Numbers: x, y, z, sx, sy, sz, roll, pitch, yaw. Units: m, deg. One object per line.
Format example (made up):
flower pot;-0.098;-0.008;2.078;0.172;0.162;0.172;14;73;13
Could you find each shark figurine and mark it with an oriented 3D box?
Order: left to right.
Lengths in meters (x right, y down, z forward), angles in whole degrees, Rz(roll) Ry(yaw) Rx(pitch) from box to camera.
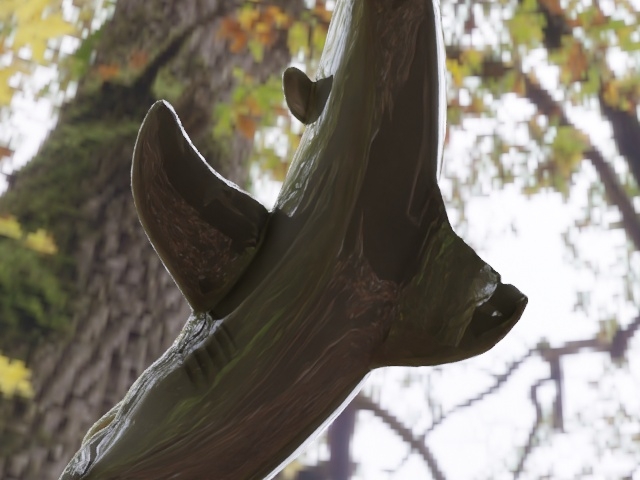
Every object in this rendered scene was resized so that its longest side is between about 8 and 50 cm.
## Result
shark figurine;0.018;-0.022;0.587;0.166;0.116;0.278;-1;-69;-41
